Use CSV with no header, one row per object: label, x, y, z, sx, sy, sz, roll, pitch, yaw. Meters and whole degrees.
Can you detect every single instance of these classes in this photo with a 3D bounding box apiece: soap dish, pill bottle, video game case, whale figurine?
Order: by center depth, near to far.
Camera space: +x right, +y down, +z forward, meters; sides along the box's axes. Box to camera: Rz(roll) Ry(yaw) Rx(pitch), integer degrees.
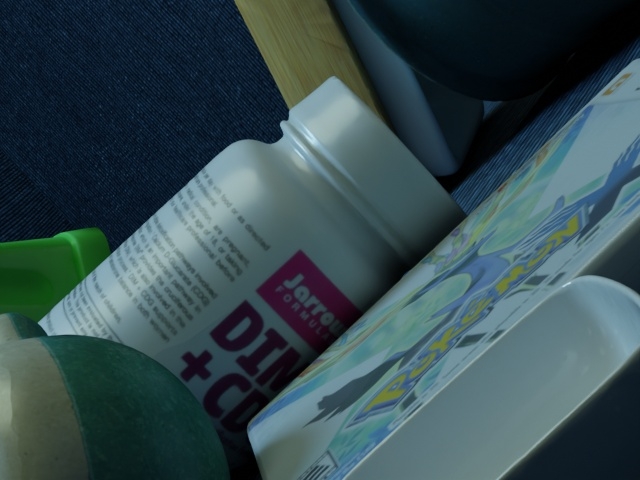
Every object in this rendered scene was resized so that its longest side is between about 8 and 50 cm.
video game case,0.098,0.019,0.813,0.329,0.036,0.300,-44,6,-2
whale figurine,-0.136,0.144,0.874,0.141,0.216,0.272,-7,-9,-22
pill bottle,-0.049,0.038,1.029,0.283,0.160,0.160,-43,6,2
soap dish,0.027,-0.180,1.379,0.118,0.291,0.229,-22,14,20

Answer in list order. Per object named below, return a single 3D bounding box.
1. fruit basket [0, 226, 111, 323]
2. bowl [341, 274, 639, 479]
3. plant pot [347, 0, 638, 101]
fruit basket,-0.265,0.162,1.444,0.392,0.283,0.392,-13,-29,-8
bowl,0.066,0.079,0.537,0.142,0.053,0.142,-44,7,3
plant pot,0.207,-0.327,1.225,0.334,0.341,0.341,-26,17,45
